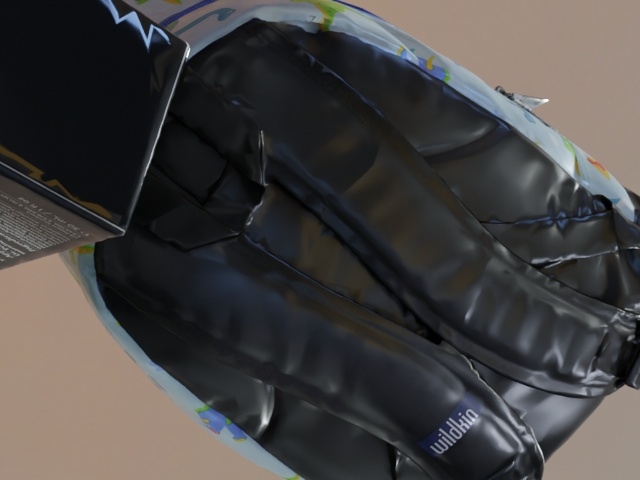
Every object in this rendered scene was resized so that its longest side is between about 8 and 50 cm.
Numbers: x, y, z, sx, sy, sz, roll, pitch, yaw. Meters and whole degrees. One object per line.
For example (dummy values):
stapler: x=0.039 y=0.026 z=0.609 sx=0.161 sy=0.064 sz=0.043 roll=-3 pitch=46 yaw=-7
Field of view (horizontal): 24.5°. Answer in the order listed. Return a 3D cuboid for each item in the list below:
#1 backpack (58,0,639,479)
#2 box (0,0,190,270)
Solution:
backpack: x=0.000 y=0.000 z=0.862 sx=0.290 sy=0.355 sz=0.273 roll=-53 pitch=-135 yaw=8
box: x=-0.217 y=-0.086 z=0.607 sx=0.184 sy=0.261 sz=0.103 roll=-16 pitch=-130 yaw=48
